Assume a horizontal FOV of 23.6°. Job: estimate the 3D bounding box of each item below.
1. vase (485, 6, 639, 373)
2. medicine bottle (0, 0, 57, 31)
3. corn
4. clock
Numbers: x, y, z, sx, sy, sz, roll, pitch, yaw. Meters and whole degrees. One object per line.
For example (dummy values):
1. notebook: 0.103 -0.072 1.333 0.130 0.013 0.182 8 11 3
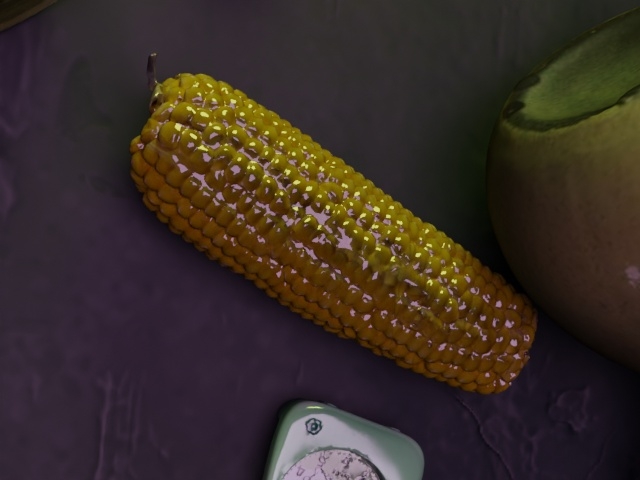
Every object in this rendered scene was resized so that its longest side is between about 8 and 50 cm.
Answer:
1. vase: 0.279 -0.018 0.999 0.329 0.241 0.302 -47 113 -37
2. medicine bottle: -0.210 -0.200 0.897 0.147 0.147 0.143 -28 92 -13
3. corn: 0.000 0.000 0.972 0.310 0.101 0.101 36 80 -13
4. clock: 0.001 0.176 0.994 0.101 0.041 0.135 24 84 -13
